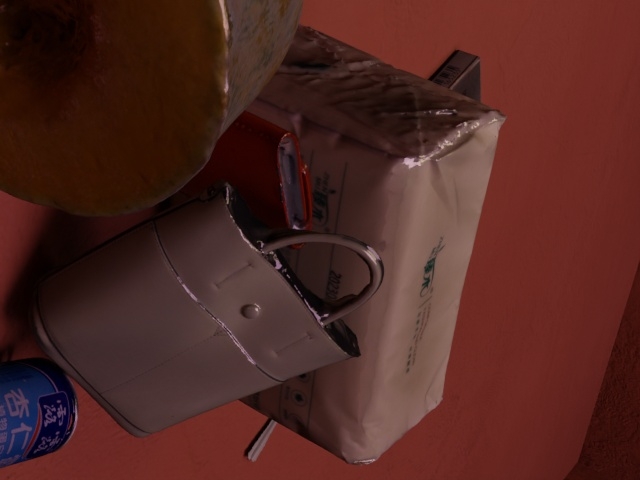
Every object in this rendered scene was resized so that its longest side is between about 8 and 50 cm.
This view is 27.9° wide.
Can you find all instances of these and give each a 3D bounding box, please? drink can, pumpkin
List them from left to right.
[{"bbox_3d":[-0.317,0.160,1.104,0.235,0.097,0.097,-6,118,-63],"label":"drink can"},{"bbox_3d":[-0.155,-0.204,0.843,0.199,0.332,0.332,-50,152,-41],"label":"pumpkin"}]

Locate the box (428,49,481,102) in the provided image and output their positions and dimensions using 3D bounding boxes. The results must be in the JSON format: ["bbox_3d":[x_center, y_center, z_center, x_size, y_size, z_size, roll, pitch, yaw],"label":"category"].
[{"bbox_3d":[0.123,-0.099,1.766,0.325,0.047,0.180,-47,148,-32],"label":"box"}]

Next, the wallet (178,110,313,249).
[{"bbox_3d":[-0.099,-0.082,1.169,0.045,0.204,0.142,-46,148,-30],"label":"wallet"}]

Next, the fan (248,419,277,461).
[{"bbox_3d":[0.013,0.134,1.815,0.414,0.012,0.233,-59,153,-13],"label":"fan"}]

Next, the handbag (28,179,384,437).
[{"bbox_3d":[-0.089,0.053,1.183,0.241,0.315,0.109,51,22,-36],"label":"handbag"}]

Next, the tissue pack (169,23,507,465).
[{"bbox_3d":[0.000,0.000,1.335,0.207,0.297,0.380,-34,143,-47],"label":"tissue pack"}]
